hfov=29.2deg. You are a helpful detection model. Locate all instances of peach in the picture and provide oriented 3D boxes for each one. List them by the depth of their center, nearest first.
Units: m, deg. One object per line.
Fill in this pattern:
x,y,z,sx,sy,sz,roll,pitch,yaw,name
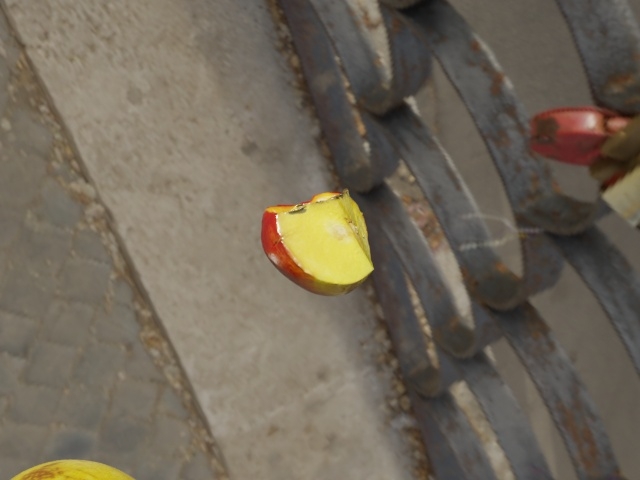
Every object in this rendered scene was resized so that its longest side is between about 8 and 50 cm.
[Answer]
-0.004,0.007,1.501,0.118,0.151,0.151,-24,125,25,peach

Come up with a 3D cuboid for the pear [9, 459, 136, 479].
-0.325,0.421,1.623,0.280,0.281,0.281,-9,116,-18,pear
